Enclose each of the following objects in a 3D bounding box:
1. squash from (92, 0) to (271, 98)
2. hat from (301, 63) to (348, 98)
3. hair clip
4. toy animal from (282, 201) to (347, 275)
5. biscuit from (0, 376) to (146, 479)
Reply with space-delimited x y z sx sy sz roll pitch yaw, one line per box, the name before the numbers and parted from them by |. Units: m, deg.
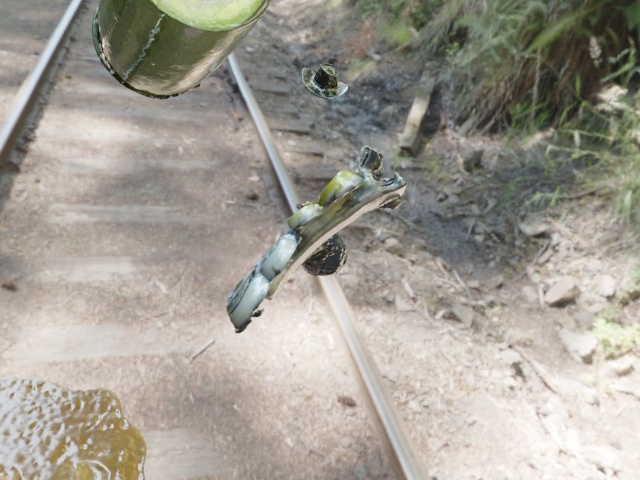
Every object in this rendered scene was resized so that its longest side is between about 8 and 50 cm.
squash | -0.266 -0.429 1.083 0.262 0.263 0.384 -6 -2 -28
hat | 0.012 -0.372 1.344 0.121 0.050 0.121 12 40 -11
hair clip | -0.006 0.002 0.449 0.049 0.116 0.172 44 81 8
toy animal | 0.000 0.000 1.396 0.122 0.186 0.298 -4 8 12
biscuit | -0.464 0.372 0.932 0.364 0.062 0.385 7 30 -21
